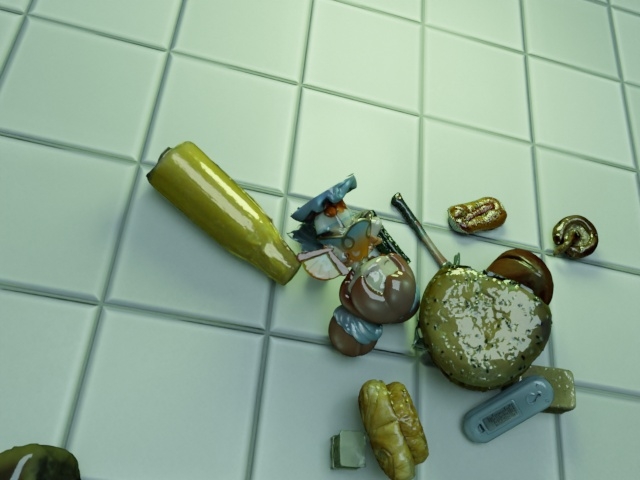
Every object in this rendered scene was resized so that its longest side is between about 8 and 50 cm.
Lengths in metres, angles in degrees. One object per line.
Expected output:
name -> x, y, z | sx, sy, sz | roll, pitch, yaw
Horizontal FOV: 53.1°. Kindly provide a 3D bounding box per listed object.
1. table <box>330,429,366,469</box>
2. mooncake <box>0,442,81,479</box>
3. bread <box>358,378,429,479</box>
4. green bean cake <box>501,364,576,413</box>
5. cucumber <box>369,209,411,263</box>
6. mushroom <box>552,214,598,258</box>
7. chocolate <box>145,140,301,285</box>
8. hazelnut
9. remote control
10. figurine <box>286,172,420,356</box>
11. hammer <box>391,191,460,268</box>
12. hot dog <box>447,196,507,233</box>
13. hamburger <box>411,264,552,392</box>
table -> 0.061, 0.484, 1.468 | 0.062, 0.083, 0.079 | 9, 62, -14
mooncake -> -0.520, 0.576, 1.147 | 0.393, 0.246, 0.394 | 19, 60, 2
bread -> 0.164, 0.430, 1.463 | 0.120, 0.198, 0.236 | -17, 70, -5
green bean cake -> 0.569, 0.388, 1.673 | 0.179, 0.085, 0.109 | 8, 64, -12
cucumber -> 0.173, -0.001, 1.761 | 0.058, 0.058, 0.187 | -29, 75, -27
mushroom -> 0.758, -0.001, 1.930 | 0.170, 0.080, 0.135 | -30, 64, -27
chocolate -> -0.230, -0.059, 1.628 | 0.445, 0.162, 0.162 | 43, 60, 1
hazelnut -> 0.543, 0.112, 1.734 | 0.208, 0.208, 0.208 | 7, 63, -14
remote control -> 0.465, 0.418, 1.584 | 0.244, 0.047, 0.087 | -33, 84, 4
figurine -> 0.086, 0.065, 1.563 | 0.276, 0.248, 0.388 | -34, 90, -25
hammer -> 0.291, -0.016, 1.818 | 0.111, 0.033, 0.288 | -29, 75, -26
hot dog -> 0.464, -0.074, 1.888 | 0.191, 0.059, 0.108 | -15, 65, -21
hamburger -> 0.395, 0.234, 1.607 | 0.318, 0.195, 0.277 | 19, 72, 13
